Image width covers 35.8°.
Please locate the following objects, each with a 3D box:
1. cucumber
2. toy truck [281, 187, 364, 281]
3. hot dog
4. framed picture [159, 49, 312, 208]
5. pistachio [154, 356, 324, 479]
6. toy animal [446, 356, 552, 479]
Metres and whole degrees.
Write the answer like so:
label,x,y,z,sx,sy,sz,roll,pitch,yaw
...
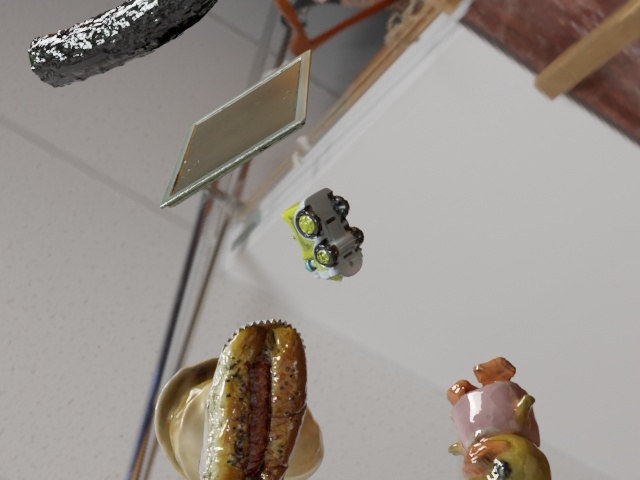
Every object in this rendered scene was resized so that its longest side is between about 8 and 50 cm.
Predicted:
label,x,y,z,sx,sy,sz,roll,pitch,yaw
cucumber,-0.241,-0.268,1.252,0.072,0.304,0.081,-16,-88,-60
toy truck,0.000,0.000,1.183,0.076,0.077,0.111,-31,-82,-48
hot dog,-0.089,0.236,1.349,0.144,0.075,0.267,8,-89,-24
framed picture,-0.107,-0.158,1.381,0.019,0.232,0.296,54,-162,-23
pistachio,-0.132,0.323,1.682,0.321,0.229,0.238,34,-107,-39
toy animal,0.305,0.356,1.677,0.169,0.195,0.281,33,-148,-20
